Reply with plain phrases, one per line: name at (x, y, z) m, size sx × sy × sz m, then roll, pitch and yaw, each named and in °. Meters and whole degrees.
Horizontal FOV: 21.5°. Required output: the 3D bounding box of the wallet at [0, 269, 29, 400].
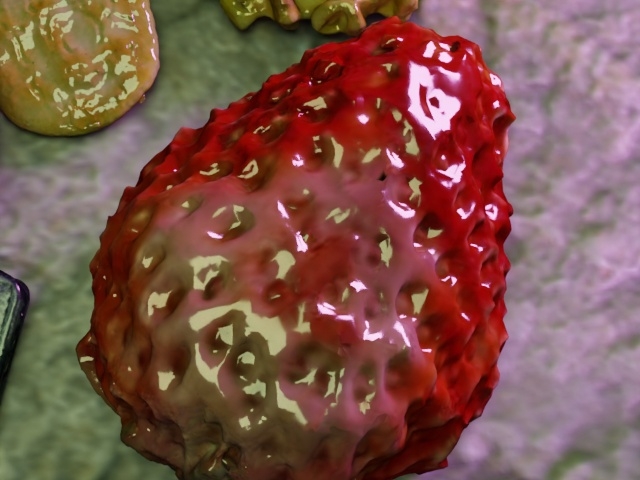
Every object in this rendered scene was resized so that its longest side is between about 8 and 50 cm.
wallet at (-0.285, 0.108, 1.067) m, size 0.167 × 0.036 × 0.222 m, roll 11°, pitch 77°, yaw 5°

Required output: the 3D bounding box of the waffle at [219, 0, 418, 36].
waffle at (-0.004, -0.258, 1.144) m, size 0.249 × 0.056 × 0.253 m, roll 31°, pitch 79°, yaw 10°

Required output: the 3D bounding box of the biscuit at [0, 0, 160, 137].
biscuit at (-0.180, -0.187, 1.144) m, size 0.118 × 0.029 × 0.247 m, roll -13°, pitch 75°, yaw -1°

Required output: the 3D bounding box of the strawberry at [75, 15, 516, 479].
strawberry at (0.000, 0.000, 1.026) m, size 0.265 × 0.149 × 0.336 m, roll 27°, pitch 76°, yaw 11°
